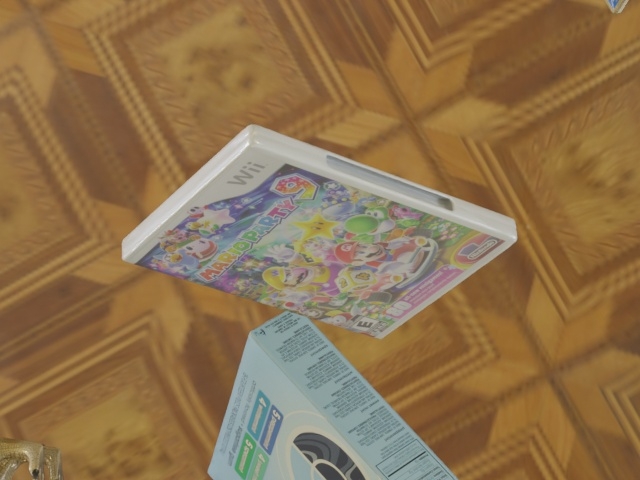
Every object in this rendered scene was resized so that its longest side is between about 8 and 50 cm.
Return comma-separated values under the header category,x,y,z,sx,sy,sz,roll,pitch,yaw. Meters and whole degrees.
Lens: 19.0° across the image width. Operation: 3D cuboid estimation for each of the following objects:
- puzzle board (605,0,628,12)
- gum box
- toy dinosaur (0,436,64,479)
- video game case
category,x,y,z,sx,sy,sz,roll,pitch,yaw
puzzle board,0.138,-0.178,0.851,0.011,0.128,0.096,-11,59,-28
gum box,0.016,0.153,1.124,0.041,0.157,0.184,-29,64,-32
toy dinosaur,-0.151,0.098,0.757,0.093,0.053,0.183,-7,59,1
video game case,0.000,0.000,0.715,0.087,0.122,0.011,-39,44,41
